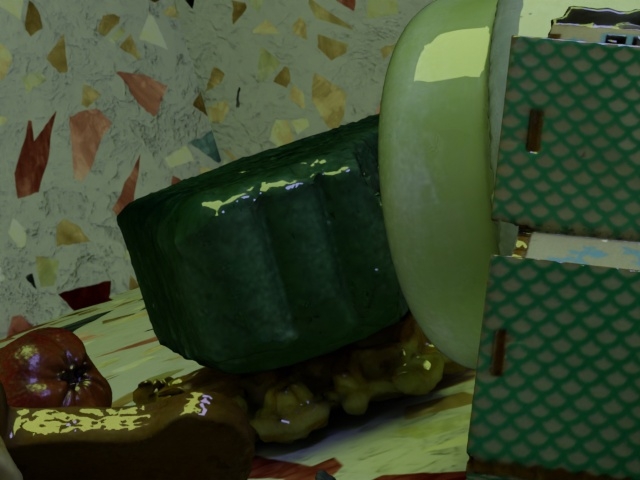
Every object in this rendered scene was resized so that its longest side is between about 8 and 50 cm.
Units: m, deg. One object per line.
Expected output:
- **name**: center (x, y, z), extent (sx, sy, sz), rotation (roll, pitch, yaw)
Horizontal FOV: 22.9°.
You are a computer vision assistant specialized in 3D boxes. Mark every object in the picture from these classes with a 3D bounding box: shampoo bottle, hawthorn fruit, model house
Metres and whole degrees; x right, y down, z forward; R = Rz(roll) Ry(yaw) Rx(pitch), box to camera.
- **shampoo bottle**: center (0.216, -0.049, 1.039), extent (0.317, 0.322, 0.322), rotation (-5, 10, 26)
- **hawthorn fruit**: center (-0.278, 0.160, 1.538), extent (0.138, 0.133, 0.133), rotation (-32, -4, 32)
- **model house**: center (0.153, 0.048, 0.688), extent (0.178, 0.271, 0.206), rotation (10, 29, 12)

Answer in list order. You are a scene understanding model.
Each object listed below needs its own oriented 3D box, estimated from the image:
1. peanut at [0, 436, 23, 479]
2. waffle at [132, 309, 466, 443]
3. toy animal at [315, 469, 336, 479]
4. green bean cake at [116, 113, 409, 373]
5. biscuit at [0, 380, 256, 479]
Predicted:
- **peanut**: center (-0.267, 0.139, 0.769), extent (0.253, 0.137, 0.122), rotation (-7, 48, 0)
- **waffle**: center (-0.018, 0.121, 1.399), extent (0.302, 0.068, 0.325), rotation (-20, 4, -35)
- **toy animal**: center (0.003, 0.158, 0.756), extent (0.205, 0.081, 0.367), rotation (5, -3, -25)
- **green bean cake**: center (0.000, 0.000, 1.361), extent (0.300, 0.169, 0.308), rotation (-19, 6, -14)
- **biscuit**: center (-0.184, 0.130, 0.883), extent (0.301, 0.197, 0.049), rotation (2, 44, -7)
